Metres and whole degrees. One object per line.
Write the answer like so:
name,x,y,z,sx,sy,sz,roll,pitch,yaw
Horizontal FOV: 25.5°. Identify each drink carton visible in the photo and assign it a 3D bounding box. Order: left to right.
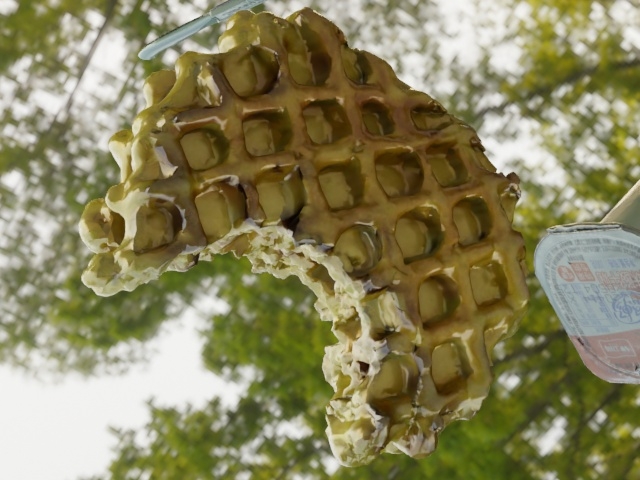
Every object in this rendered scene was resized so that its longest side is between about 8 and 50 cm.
drink carton,0.344,0.013,1.369,0.189,0.185,0.191,-41,-71,-26

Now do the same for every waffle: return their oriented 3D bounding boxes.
waffle,0.000,0.000,1.016,0.324,0.151,0.261,38,-109,-17

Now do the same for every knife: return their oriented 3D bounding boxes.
knife,-0.122,-0.248,1.585,0.028,0.210,0.015,22,-127,-53
